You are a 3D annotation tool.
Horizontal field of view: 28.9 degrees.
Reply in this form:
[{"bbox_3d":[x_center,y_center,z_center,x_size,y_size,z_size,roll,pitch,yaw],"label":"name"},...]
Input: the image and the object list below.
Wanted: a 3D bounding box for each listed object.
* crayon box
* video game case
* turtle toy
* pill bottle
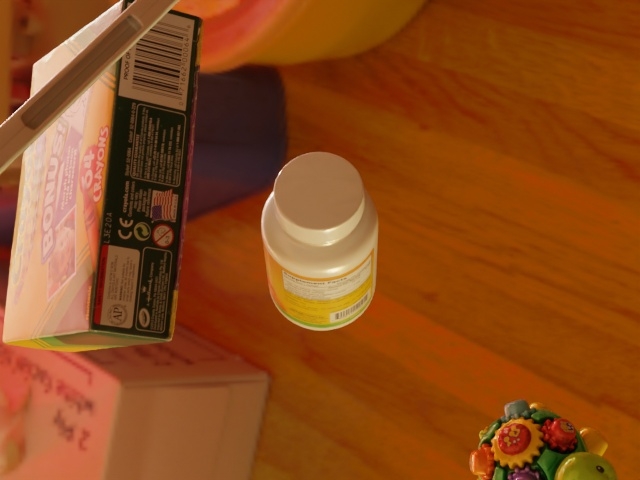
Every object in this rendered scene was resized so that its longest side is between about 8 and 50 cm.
[{"bbox_3d":[-0.261,-0.060,1.445,0.313,0.106,0.363,-12,71,58],"label":"crayon box"},{"bbox_3d":[-0.222,-0.085,0.936,0.025,0.285,0.204,46,139,-12],"label":"video game case"},{"bbox_3d":[0.164,0.165,0.913,0.130,0.066,0.095,22,69,44],"label":"turtle toy"},{"bbox_3d":[0.000,0.000,1.476,0.246,0.136,0.136,88,160,-63],"label":"pill bottle"}]
